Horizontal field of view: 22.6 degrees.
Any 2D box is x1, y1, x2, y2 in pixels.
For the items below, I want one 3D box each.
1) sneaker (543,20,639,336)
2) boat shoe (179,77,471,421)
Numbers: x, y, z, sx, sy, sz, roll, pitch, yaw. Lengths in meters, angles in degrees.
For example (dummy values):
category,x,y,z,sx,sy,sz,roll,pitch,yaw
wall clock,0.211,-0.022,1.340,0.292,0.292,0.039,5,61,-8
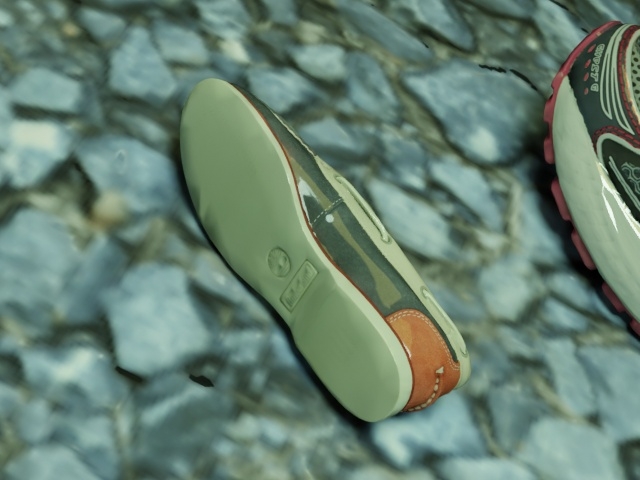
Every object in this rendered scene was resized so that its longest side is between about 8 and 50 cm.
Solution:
category,x,y,z,sx,sy,sz,roll,pitch,yaw
sneaker,0.212,0.018,0.606,0.299,0.112,0.121,44,43,14
boat shoe,0.000,0.000,0.542,0.043,0.049,0.137,-15,62,-44
